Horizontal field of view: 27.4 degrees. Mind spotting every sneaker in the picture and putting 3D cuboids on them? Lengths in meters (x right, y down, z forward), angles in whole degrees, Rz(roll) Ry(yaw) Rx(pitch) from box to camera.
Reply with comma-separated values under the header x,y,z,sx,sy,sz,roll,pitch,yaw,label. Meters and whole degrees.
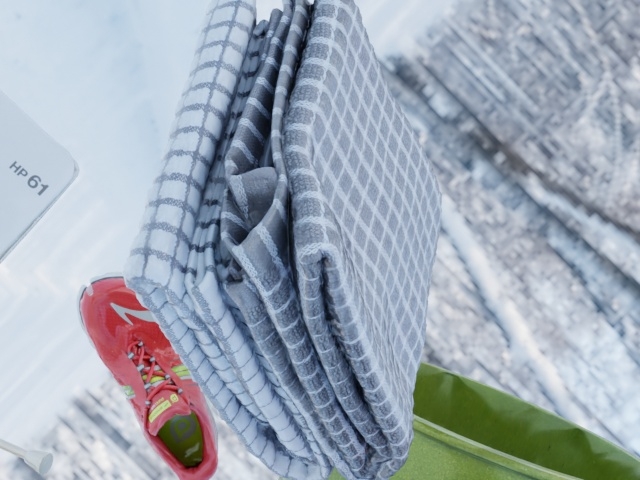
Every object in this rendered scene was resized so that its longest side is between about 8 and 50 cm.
x,y,z,sx,sy,sz,roll,pitch,yaw,label
-0.181,0.158,1.488,0.107,0.279,0.118,-29,-156,-3,sneaker

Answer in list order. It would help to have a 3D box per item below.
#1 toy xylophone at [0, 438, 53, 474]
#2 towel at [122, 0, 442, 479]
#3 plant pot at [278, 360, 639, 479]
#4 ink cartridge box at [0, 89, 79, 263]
x,y,z,sx,sy,sz,roll,pitch,yaw,label
-0.453,0.347,1.624,0.081,0.322,0.236,-8,109,-68,toy xylophone
0.000,0.000,0.865,0.121,0.284,0.235,-1,-127,19,towel
0.093,0.323,1.247,0.366,0.366,0.353,-85,-163,-85,plant pot
-0.134,-0.021,0.404,0.052,0.088,0.122,-52,-169,-25,ink cartridge box
